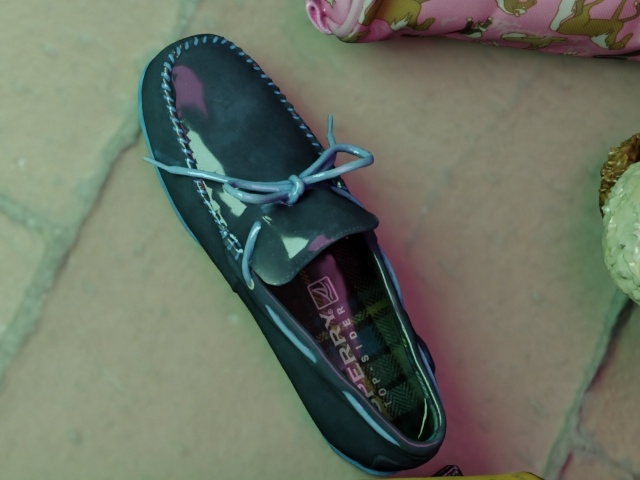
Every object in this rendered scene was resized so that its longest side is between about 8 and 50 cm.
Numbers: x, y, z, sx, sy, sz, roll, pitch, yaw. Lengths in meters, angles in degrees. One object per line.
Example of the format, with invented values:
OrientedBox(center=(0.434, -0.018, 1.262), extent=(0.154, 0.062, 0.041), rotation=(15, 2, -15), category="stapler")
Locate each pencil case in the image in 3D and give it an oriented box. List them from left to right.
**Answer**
OrientedBox(center=(0.180, -0.209, 1.163), extent=(0.386, 0.160, 0.167), rotation=(4, 83, -19), category="pencil case")

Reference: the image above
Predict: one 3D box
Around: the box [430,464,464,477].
OrientedBox(center=(0.093, 0.216, 1.149), extent=(0.067, 0.018, 0.083), rotation=(-33, 94, -20), category="box")

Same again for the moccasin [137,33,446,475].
OrientedBox(center=(0.000, 0.000, 1.094), extent=(0.137, 0.117, 0.342), rotation=(-36, 95, -20), category="moccasin")

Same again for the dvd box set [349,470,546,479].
OrientedBox(center=(-0.043, 0.307, 1.001), extent=(0.420, 0.062, 0.308), rotation=(3, 94, -25), category="dvd box set")

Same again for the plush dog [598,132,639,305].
OrientedBox(center=(0.316, -0.018, 1.146), extent=(0.225, 0.211, 0.262), rotation=(-24, 47, 10), category="plush dog")
